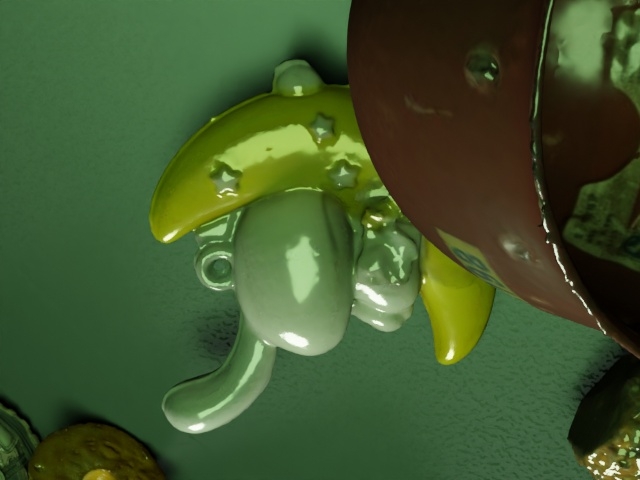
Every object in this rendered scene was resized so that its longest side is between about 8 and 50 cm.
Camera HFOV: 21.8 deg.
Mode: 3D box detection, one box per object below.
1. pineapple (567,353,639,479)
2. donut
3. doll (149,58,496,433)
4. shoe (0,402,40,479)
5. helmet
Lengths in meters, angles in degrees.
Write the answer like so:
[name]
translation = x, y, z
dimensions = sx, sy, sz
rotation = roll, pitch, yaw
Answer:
[pineapple]
translation = 0.274, 0.153, 1.148
dimensions = 0.197, 0.108, 0.108
rotation = 26, 111, -13
[donut]
translation = -0.168, 0.183, 1.218
dimensions = 0.108, 0.097, 0.043
rotation = 1, 139, -38
[doll]
translation = 0.000, 0.000, 1.122
dimensions = 0.237, 0.111, 0.252
rotation = -6, 107, -6
[shoe]
translation = -0.242, 0.210, 1.235
dimensions = 0.089, 0.092, 0.180
rotation = -24, 103, 14
[helmet]
translation = 0.132, -0.112, 0.963
dimensions = 0.230, 0.385, 0.337
rotation = 11, 83, 38
